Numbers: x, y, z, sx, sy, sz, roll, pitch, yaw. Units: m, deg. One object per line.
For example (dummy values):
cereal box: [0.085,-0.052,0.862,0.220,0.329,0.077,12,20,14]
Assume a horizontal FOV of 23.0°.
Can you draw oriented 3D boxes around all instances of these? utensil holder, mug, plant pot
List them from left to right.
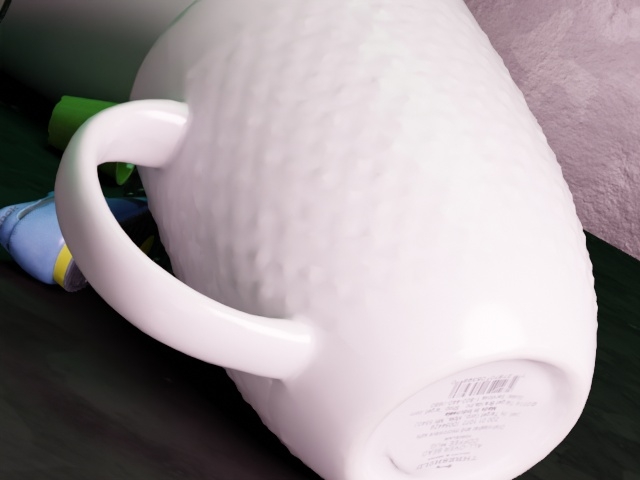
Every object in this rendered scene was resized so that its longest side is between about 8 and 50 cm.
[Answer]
plant pot: [-0.216,-0.104,1.506,0.079,0.083,0.083,18,10,5]
utensil holder: [-0.193,-0.268,1.662,0.385,0.327,0.327,34,12,9]
mug: [0.000,0.000,1.055,0.374,0.276,0.328,7,42,-34]

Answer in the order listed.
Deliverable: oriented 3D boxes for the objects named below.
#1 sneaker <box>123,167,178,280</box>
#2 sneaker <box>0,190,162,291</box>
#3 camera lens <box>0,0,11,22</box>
sneaker: [-0.067,0.018,1.316,0.234,0.078,0.106,37,11,21]
sneaker: [-0.177,-0.011,1.187,0.082,0.069,0.209,28,11,13]
camera lens: [-0.416,-0.278,1.395,0.274,0.219,0.219,21,14,-36]
